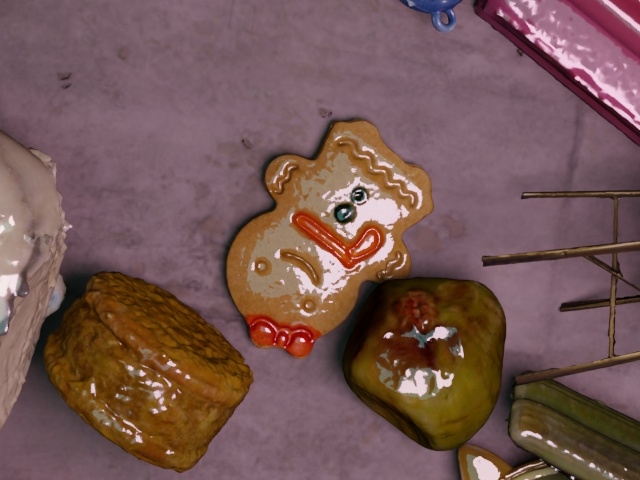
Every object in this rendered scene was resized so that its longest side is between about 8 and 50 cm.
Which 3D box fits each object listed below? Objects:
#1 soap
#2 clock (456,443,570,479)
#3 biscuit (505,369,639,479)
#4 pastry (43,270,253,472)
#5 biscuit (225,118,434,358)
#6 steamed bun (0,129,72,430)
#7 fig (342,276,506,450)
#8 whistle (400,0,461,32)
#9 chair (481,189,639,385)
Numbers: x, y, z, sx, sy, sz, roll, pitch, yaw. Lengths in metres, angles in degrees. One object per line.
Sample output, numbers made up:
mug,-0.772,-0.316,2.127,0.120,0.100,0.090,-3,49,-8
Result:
soap,0.345,-0.186,1.427,0.359,0.128,0.233,39,94,-3
clock,0.234,0.342,1.465,0.286,0.117,0.348,-14,94,-1
biscuit,0.311,0.213,1.416,0.322,0.099,0.038,27,128,-3
pastry,-0.151,0.113,1.411,0.189,0.189,0.103,38,99,-3
biscuit,0.000,0.000,1.479,0.166,0.036,0.225,43,92,-5
steamed bun,-0.383,0.039,1.376,0.312,0.233,0.334,26,86,0
fig,0.096,0.115,1.442,0.144,0.154,0.165,3,117,41
whistle,0.096,-0.264,1.439,0.090,0.090,0.158,-15,94,0
chair,0.319,0.033,1.354,0.326,0.160,0.170,-5,116,32
